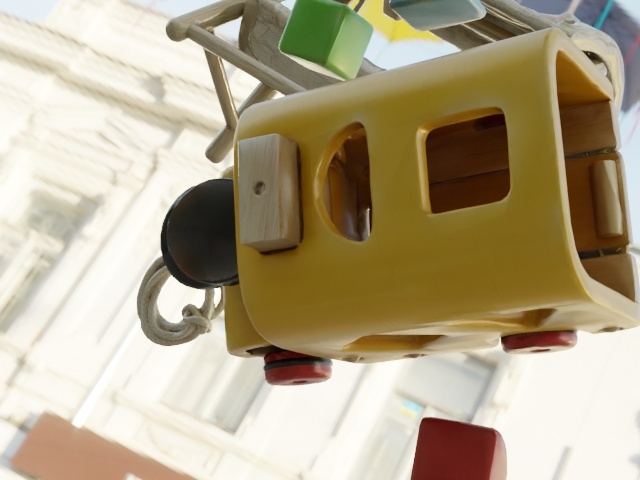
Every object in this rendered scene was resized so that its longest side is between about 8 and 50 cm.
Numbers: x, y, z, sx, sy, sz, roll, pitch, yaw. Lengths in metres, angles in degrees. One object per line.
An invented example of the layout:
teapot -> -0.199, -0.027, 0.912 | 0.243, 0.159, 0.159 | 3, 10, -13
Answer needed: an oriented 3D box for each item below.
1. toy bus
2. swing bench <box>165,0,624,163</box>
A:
toy bus -> 0.010, -0.007, 0.418 | 0.191, 0.202, 0.104 | 40, 9, 30
swing bench -> 0.065, -0.132, 0.929 | 0.253, 0.254, 0.165 | 34, -26, 31
